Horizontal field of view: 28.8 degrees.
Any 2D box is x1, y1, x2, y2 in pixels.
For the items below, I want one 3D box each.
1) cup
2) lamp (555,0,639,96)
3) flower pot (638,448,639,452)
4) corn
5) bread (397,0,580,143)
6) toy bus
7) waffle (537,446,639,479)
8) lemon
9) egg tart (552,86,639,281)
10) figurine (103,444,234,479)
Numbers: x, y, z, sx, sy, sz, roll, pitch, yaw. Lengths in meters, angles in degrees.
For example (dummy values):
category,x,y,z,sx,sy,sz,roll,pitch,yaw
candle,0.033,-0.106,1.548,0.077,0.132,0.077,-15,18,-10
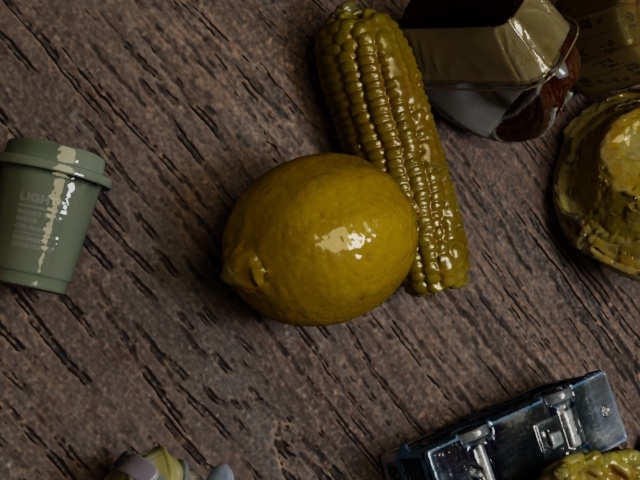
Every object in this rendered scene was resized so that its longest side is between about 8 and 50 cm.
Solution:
category,x,y,z,sx,sy,sz,roll,pitch,yaw
cup,-0.272,-0.021,1.223,0.120,0.120,0.141,14,81,-30
lamp,0.401,-0.278,1.666,0.161,0.185,0.161,6,78,-30
flower pot,0.458,0.368,1.615,0.108,0.103,0.229,29,66,-24
corn,0.087,-0.107,1.467,0.120,0.120,0.363,-22,92,-34
bread,0.212,-0.220,1.513,0.212,0.224,0.142,51,58,-40
toy bus,0.219,0.244,1.470,0.297,0.131,0.106,-17,87,-33
waffle,0.276,0.366,1.440,0.282,0.058,0.300,-9,122,-37
lemon,0.000,0.000,1.346,0.257,0.188,0.188,-17,90,-30
egg tart,0.438,-0.087,1.610,0.116,0.295,0.294,64,40,-62
figurine,-0.157,0.300,1.222,0.208,0.128,0.184,-45,103,-27
